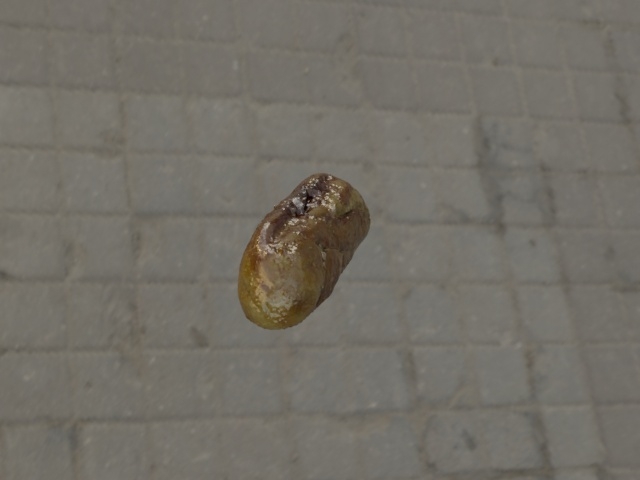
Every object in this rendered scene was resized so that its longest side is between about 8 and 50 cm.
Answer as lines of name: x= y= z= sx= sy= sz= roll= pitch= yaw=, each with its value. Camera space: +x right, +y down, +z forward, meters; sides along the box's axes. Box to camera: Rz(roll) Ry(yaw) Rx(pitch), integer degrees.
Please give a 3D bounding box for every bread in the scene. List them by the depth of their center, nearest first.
bread: x=-0.002 y=0.000 z=1.508 sx=0.084 sy=0.124 sz=0.344 roll=7 pitch=23 yaw=18
